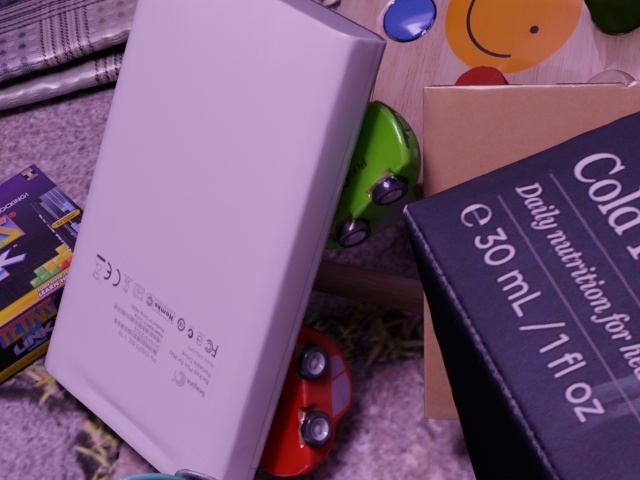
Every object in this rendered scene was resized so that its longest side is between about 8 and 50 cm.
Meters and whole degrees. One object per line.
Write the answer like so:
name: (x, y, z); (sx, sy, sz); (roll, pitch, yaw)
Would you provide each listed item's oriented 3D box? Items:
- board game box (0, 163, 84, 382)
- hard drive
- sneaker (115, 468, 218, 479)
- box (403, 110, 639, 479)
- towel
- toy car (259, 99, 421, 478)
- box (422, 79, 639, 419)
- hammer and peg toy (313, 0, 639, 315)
board game box: (-0.237, 0.033, 1.380); (0.170, 0.048, 0.141); (-35, 44, -17)
hard drive: (-0.075, -0.015, 1.205); (0.040, 0.308, 0.203); (1, 23, -42)
sneaker: (-0.113, 0.193, 1.058); (0.295, 0.178, 0.124); (18, 54, 36)
box: (0.352, 0.131, 0.864); (0.471, 0.297, 0.480); (-22, 41, -5)
towel: (-0.198, -0.230, 1.658); (0.324, 0.056, 0.312); (-18, 38, 6)
toy car: (0.000, 0.000, 1.195); (0.053, 0.225, 0.239); (-1, 55, -42)
box: (0.141, 0.007, 1.133); (0.164, 0.201, 0.021); (0, 3, 14)
hammer and peg toy: (0.111, -0.096, 1.245); (0.266, 0.127, 0.361); (2, 65, 26)
